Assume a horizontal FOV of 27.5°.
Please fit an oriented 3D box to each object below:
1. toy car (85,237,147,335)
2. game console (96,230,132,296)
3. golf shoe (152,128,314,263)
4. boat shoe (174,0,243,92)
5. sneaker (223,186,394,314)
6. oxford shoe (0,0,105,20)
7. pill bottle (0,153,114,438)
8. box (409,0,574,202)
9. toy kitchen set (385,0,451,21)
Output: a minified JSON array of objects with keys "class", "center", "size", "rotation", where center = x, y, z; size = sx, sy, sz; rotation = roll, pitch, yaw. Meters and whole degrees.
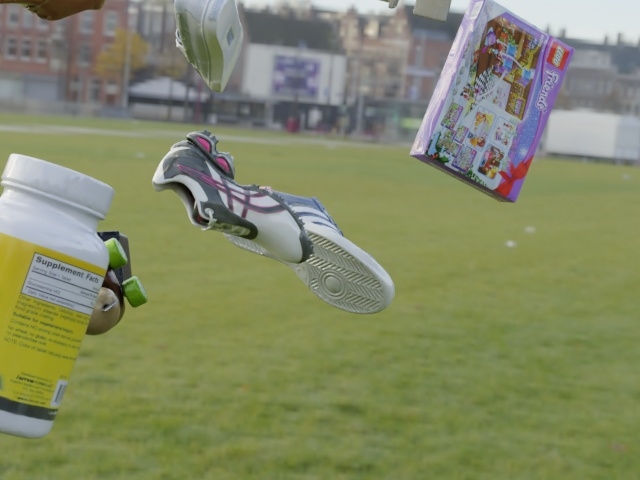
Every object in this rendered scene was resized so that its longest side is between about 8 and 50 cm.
[{"class":"toy car","center":[-0.386,0.099,2.183],"size":[0.155,0.149,0.188],"rotation":[-27,14,0]},{"class":"game console","center":[-0.396,0.048,2.433],"size":[0.107,0.122,0.071],"rotation":[-3,-10,-24]},{"class":"golf shoe","center":[-0.136,-0.042,2.008],"size":[0.273,0.120,0.105],"rotation":[40,-33,1]},{"class":"boat shoe","center":[-0.126,-0.216,1.408],"size":[0.063,0.066,0.184],"rotation":[22,-10,6]},{"class":"sneaker","center":[0.000,0.000,2.304],"size":[0.350,0.131,0.148],"rotation":[32,34,18]},{"class":"oxford shoe","center":[-0.390,-0.338,1.814],"size":[0.212,0.076,0.076],"rotation":[-9,42,-31]},{"class":"pill bottle","center":[-0.383,0.068,1.664],"size":[0.188,0.334,0.188],"rotation":[18,-6,2]},{"class":"box","center":[0.293,-0.236,2.214],"size":[0.201,0.293,0.057],"rotation":[26,-8,-24]},{"class":"toy kitchen set","center":[0.116,-0.431,2.061],"size":[0.207,0.122,0.166],"rotation":[15,13,5]}]
